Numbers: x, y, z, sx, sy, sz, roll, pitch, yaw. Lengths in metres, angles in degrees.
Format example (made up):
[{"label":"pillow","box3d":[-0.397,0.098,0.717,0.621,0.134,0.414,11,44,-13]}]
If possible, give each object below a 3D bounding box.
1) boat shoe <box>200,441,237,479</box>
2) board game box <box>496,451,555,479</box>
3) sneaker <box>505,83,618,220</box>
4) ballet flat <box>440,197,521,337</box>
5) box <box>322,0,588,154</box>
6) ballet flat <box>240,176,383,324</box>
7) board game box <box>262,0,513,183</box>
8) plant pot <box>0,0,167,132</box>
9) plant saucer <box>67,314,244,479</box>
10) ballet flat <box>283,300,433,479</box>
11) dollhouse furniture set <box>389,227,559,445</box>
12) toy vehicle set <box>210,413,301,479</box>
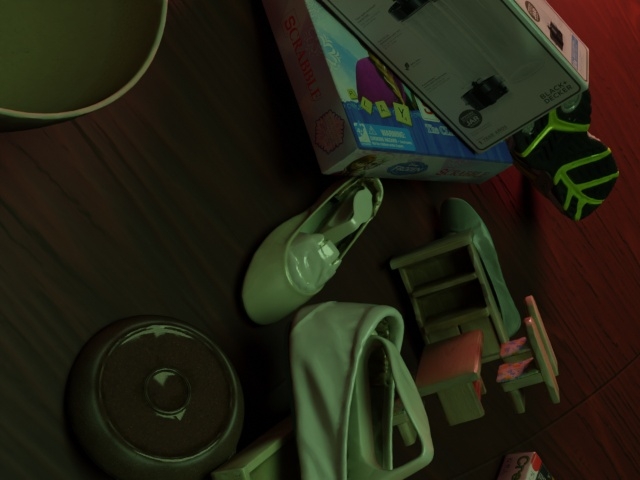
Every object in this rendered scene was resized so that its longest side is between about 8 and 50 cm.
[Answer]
[{"label":"boat shoe","box3d":[-0.094,0.244,0.895,0.060,0.064,0.178,-2,76,-19]},{"label":"board game box","box3d":[0.260,0.454,1.229,0.193,0.053,0.305,53,46,-22]},{"label":"sneaker","box3d":[0.301,-0.169,1.362,0.145,0.147,0.385,-43,138,-6]},{"label":"ballet flat","box3d":[0.208,0.046,1.288,0.068,0.072,0.213,-35,104,-40]},{"label":"box","box3d":[0.157,-0.253,1.099,0.290,0.169,0.087,39,42,-21]},{"label":"ballet flat","box3d":[0.000,0.000,1.070,0.086,0.086,0.248,56,45,-19]},{"label":"board game box","box3d":[0.079,-0.229,1.188,0.318,0.066,0.318,-1,66,-48]},{"label":"plant pot","box3d":[-0.290,-0.203,0.740,0.284,0.190,0.284,18,65,-43]},{"label":"plant saucer","box3d":[-0.143,0.141,0.867,0.168,0.029,0.169,13,59,-22]},{"label":"ballet flat","box3d":[0.044,0.238,0.878,0.139,0.139,0.401,19,57,-42]},{"label":"dollhouse furniture set","box3d":[0.146,0.103,1.109,0.242,0.212,0.161,-50,119,-72]},{"label":"toy vehicle set","box3d":[-0.006,0.262,0.959,0.267,0.035,0.166,-19,93,-65]}]
